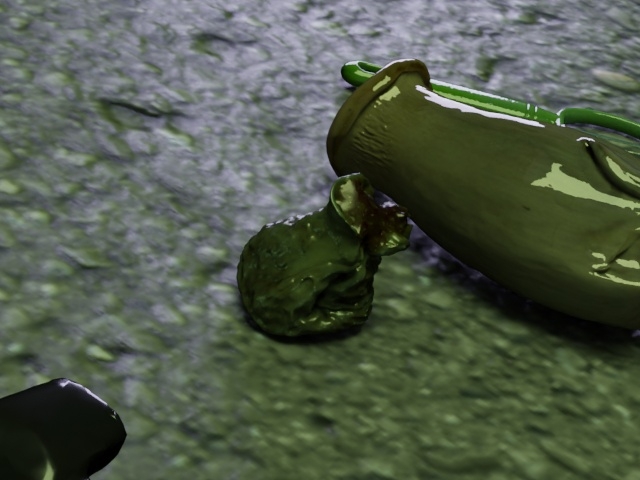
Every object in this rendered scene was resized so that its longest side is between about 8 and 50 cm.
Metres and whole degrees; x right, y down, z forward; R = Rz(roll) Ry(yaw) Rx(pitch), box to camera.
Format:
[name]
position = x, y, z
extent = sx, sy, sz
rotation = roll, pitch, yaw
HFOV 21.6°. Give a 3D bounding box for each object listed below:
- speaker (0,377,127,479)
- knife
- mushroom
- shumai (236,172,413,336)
[speaker]
position = -0.103, 0.194, 0.435
extent = 0.232, 0.184, 0.254
rotation = 32, 35, 26
[knife]
position = 0.117, -0.089, 1.078
extent = 0.212, 0.015, 0.054
rotation = 13, 33, 0
[mushroom]
position = 0.117, -0.021, 0.911
extent = 0.247, 0.096, 0.108
rotation = 24, 60, 21
[shumai]
position = 0.000, 0.000, 0.848
extent = 0.082, 0.080, 0.083
rotation = 30, 39, 27
